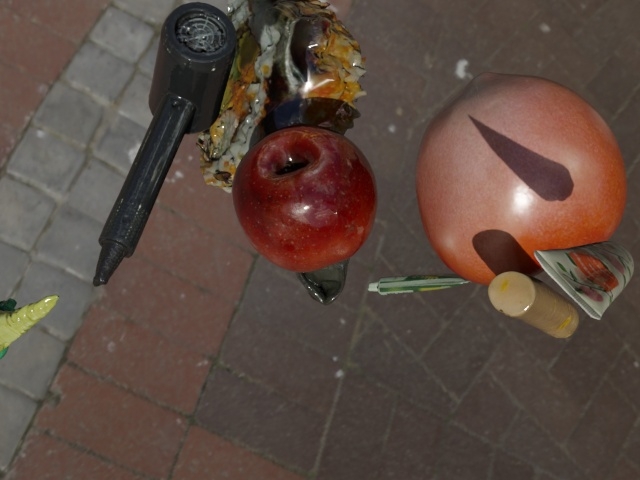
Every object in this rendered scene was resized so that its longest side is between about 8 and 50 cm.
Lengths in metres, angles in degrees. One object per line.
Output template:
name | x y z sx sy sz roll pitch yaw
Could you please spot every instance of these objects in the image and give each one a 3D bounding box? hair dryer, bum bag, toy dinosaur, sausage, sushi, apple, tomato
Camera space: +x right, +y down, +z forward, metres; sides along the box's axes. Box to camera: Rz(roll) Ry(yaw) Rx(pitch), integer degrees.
hair dryer | -0.139 -0.078 0.791 0.070 0.128 0.255 20 62 -7
bum bag | 0.000 0.000 1.897 0.142 0.326 0.080 29 46 25
toy dinosaur | -0.383 0.104 1.016 0.094 0.259 0.153 45 18 -37
sausage | 0.295 0.088 1.238 0.301 0.066 0.065 26 43 -62
sushi | -0.098 -0.272 1.685 0.176 0.417 0.417 12 58 -35
apple | -0.022 -0.063 1.367 0.201 0.218 0.218 59 37 -44
tomato | 0.288 -0.099 1.374 0.322 0.321 0.321 14 58 -23

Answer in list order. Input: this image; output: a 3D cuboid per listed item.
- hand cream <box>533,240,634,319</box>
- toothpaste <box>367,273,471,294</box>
hand cream | 0.260 0.031 0.880 0.080 0.050 0.234 48 23 16
toothpaste | 0.166 0.071 1.528 0.049 0.204 0.031 -16 97 -54
